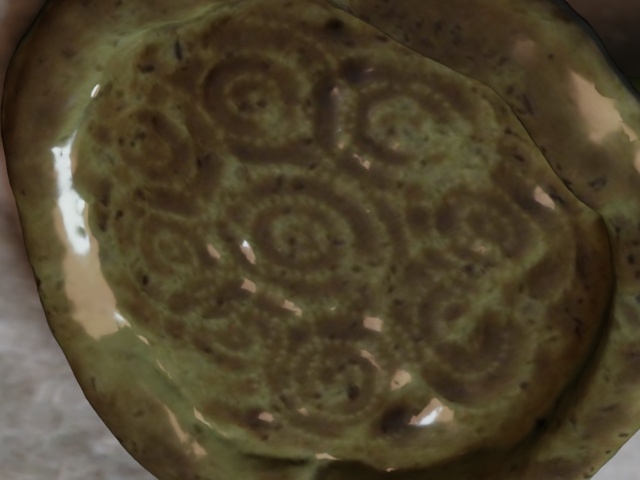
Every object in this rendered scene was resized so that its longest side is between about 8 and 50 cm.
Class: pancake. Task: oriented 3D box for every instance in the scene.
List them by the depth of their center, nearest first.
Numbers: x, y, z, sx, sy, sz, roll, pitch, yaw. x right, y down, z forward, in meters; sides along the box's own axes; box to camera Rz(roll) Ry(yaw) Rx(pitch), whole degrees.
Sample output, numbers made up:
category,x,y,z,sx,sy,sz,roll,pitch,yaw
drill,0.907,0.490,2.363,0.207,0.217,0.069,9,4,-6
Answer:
category,x,y,z,sx,sy,sz,roll,pitch,yaw
pancake,0.001,0.000,0.633,0.250,0.031,0.250,13,123,20

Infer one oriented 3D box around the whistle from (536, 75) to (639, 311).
category,x,y,z,sx,sy,sz,roll,pitch,yaw
whistle,0.122,0.012,0.652,0.294,0.141,0.141,16,121,-15
